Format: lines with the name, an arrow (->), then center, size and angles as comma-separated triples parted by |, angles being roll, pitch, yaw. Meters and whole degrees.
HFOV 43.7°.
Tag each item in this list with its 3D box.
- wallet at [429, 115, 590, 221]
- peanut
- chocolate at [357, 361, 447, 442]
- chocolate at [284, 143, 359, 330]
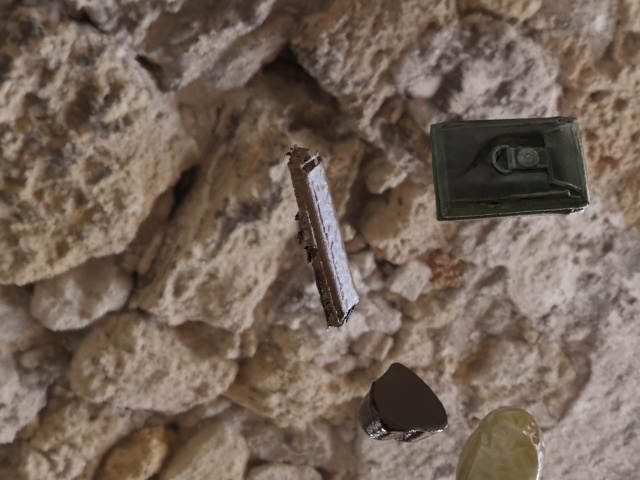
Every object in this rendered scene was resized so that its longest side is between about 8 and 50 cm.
wallet -> 0.292, -0.114, 1.241 | 0.055, 0.236, 0.160 | 106, -20, -78
peanut -> 0.165, 0.244, 0.725 | 0.082, 0.082, 0.187 | 2, -84, 54
chocolate -> 0.111, 0.262, 1.246 | 0.080, 0.148, 0.125 | -53, -137, 36
chocolate -> 0.006, -0.002, 1.337 | 0.065, 0.329, 0.102 | -6, -151, 19
